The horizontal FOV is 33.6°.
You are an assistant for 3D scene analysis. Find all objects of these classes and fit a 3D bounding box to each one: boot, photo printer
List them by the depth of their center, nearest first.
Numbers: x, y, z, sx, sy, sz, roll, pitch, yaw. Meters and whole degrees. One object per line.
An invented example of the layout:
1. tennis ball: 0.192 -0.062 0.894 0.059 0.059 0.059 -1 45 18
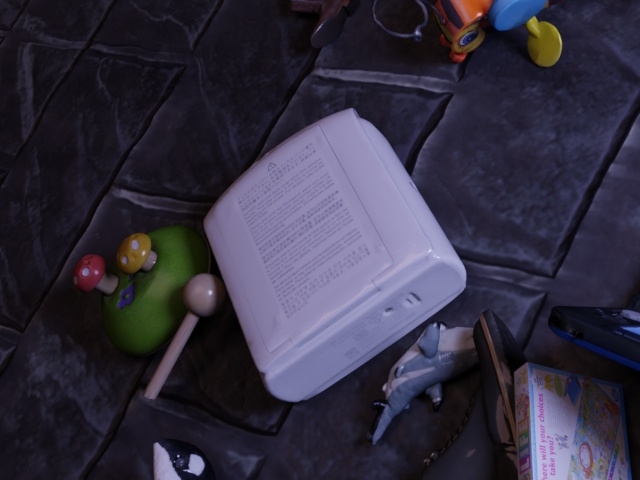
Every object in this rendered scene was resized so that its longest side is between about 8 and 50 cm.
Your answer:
1. boot: 0.145 0.177 1.035 0.137 0.077 0.198 -28 49 23
2. photo printer: 0.000 0.000 1.230 0.256 0.107 0.307 -37 46 10
3. boot: -0.013 -0.322 1.507 0.114 0.037 0.106 24 63 39

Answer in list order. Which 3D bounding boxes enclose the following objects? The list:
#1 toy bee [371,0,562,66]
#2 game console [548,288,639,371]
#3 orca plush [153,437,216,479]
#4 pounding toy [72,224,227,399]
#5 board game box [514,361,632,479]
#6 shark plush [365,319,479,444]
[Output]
1. toy bee: 0.198 -0.294 1.278 0.298 0.162 0.195 -3 71 -3
2. game console: 0.389 0.047 0.895 0.293 0.250 0.173 22 101 42
3. orca plush: -0.111 0.339 1.084 0.102 0.151 0.287 -6 48 -6
4. pounding toy: -0.229 0.055 1.320 0.183 0.110 0.237 -51 36 6
5. board game box: 0.227 0.193 0.950 0.026 0.103 0.154 127 153 -53
6. shark plush: 0.105 0.148 1.098 0.067 0.073 0.161 43 82 13
